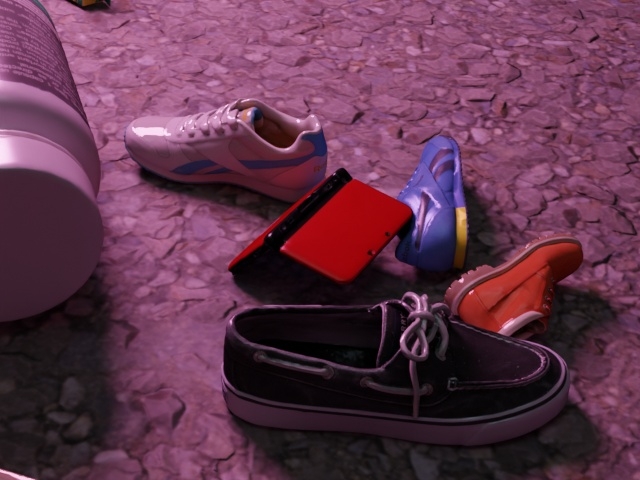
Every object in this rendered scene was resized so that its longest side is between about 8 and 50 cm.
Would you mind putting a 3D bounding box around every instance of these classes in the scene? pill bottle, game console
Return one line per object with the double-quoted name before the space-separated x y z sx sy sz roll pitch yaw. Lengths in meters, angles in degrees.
"pill bottle" -0.329 -0.102 1.048 0.204 0.204 0.361 -10 41 -18
"game console" 0.000 0.000 1.072 0.085 0.124 0.144 50 46 -4

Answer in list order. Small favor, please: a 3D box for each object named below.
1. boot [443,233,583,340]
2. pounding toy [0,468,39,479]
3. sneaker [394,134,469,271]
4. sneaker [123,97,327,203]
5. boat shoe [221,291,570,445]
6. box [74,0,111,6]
"boot" 0.206 0.052 1.044 0.158 0.059 0.084 -26 51 -22
"pounding toy" -0.284 0.210 0.751 0.141 0.100 0.130 14 39 10
"sneaker" 0.109 -0.047 1.140 0.082 0.069 0.209 2 39 2
"sneaker" -0.103 -0.112 1.175 0.228 0.092 0.087 9 41 7
"boat shoe" 0.069 0.097 0.927 0.306 0.105 0.113 5 39 0
"box" -0.352 -0.394 1.480 0.179 0.105 0.043 29 38 26
